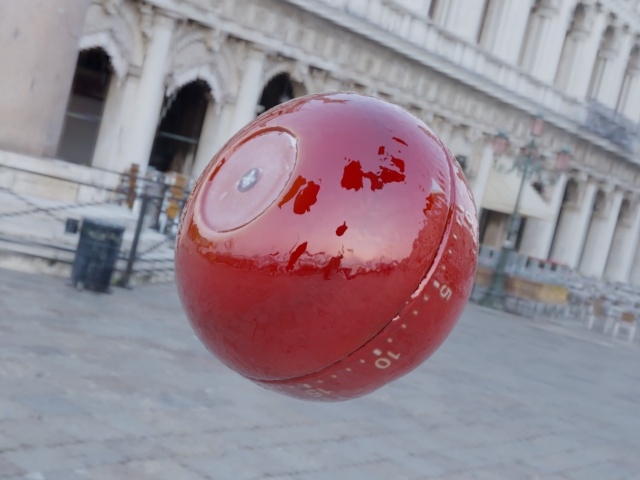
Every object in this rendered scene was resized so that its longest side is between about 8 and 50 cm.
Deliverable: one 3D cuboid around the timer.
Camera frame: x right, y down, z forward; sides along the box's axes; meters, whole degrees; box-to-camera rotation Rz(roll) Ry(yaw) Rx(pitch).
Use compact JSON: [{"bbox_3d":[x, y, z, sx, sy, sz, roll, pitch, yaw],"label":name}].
[{"bbox_3d":[0.000,0.000,1.179,0.378,0.378,0.279,17,-16,49],"label":"timer"}]
